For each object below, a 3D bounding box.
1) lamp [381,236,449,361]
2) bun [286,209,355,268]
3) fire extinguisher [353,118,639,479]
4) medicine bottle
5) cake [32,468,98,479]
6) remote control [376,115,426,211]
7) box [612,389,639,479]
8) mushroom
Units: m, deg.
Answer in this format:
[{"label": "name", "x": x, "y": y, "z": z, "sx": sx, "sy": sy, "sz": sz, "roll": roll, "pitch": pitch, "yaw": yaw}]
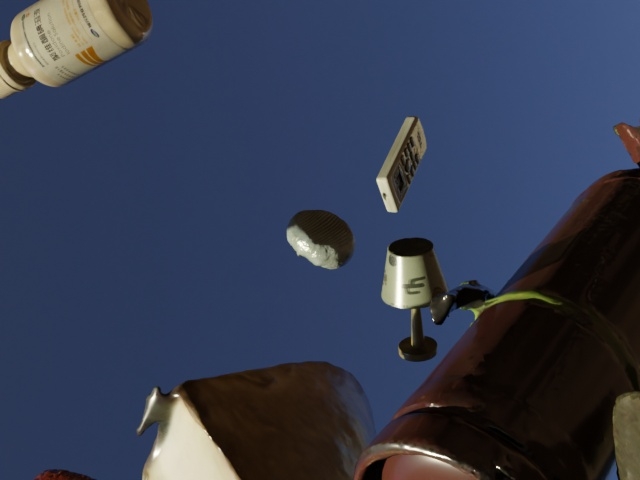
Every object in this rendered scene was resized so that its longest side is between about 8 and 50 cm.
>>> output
[{"label": "lamp", "x": 0.168, "y": 0.107, "z": 1.552, "sx": 0.121, "sy": 0.121, "sz": 0.214, "roll": -25, "pitch": -60, "yaw": -38}, {"label": "bun", "x": 0.000, "y": 0.000, "z": 1.014, "sx": 0.083, "sy": 0.083, "sz": 0.045, "roll": -17, "pitch": -39, "yaw": -40}, {"label": "fire extinguisher", "x": 0.141, "y": 0.031, "z": 0.482, "sx": 0.341, "sy": 0.105, "sz": 0.141, "roll": -41, "pitch": -60, "yaw": -42}, {"label": "medicine bottle", "x": -0.356, "y": -0.271, "z": 1.194, "sx": 0.114, "sy": 0.252, "sz": 0.114, "roll": 49, "pitch": -150, "yaw": -41}, {"label": "cake", "x": -0.353, "y": 0.433, "z": 1.219, "sx": 0.151, "sy": 0.283, "sz": 0.177, "roll": -41, "pitch": -64, "yaw": -41}, {"label": "remote control", "x": 0.154, "y": -0.146, "z": 1.633, "sx": 0.190, "sy": 0.029, "sz": 0.087, "roll": -63, "pitch": -36, "yaw": -37}, {"label": "box", "x": 0.238, "y": 0.136, "z": 0.269, "sx": 0.143, "sy": 0.273, "sz": 0.184, "roll": -9, "pitch": -86, "yaw": -21}, {"label": "mushroom", "x": -0.010, "y": 0.322, "z": 1.142, "sx": 0.397, "sy": 0.313, "sz": 0.224, "roll": -4, "pitch": -50, "yaw": -48}]
